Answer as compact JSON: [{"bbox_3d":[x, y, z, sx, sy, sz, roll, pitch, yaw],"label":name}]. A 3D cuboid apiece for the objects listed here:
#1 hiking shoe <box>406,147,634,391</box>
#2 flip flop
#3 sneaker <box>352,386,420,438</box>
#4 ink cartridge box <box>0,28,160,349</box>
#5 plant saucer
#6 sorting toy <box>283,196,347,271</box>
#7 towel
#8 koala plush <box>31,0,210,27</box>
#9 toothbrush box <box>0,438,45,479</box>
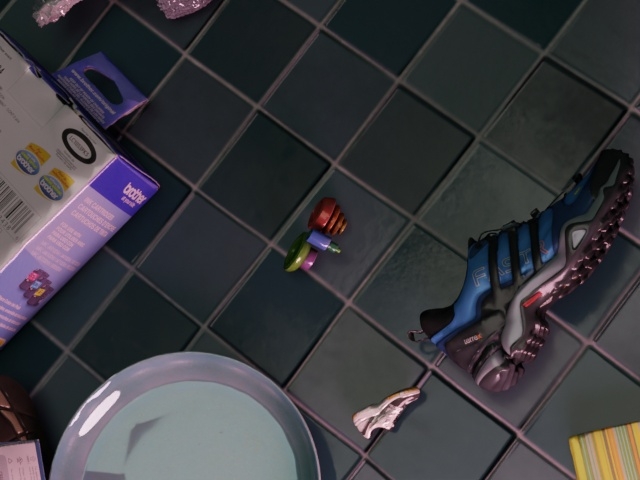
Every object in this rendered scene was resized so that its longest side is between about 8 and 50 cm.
[{"bbox_3d":[0.227,0.012,1.639,0.132,0.113,0.304,34,86,20],"label":"hiking shoe"},{"bbox_3d":[-0.357,0.290,1.732,0.080,0.112,0.277,-34,73,38],"label":"flip flop"},{"bbox_3d":[0.078,0.193,1.677,0.083,0.032,0.037,-29,83,11],"label":"sneaker"},{"bbox_3d":[-0.389,-0.072,1.806,0.395,0.151,0.270,-46,70,1],"label":"ink cartridge box"},{"bbox_3d":[-0.152,0.285,1.694,0.317,0.044,0.318,-3,74,9],"label":"plant saucer"},{"bbox_3d":[0.000,0.000,1.742,0.042,0.061,0.102,30,92,-14],"label":"sorting toy"},{"bbox_3d":[0.389,0.233,1.587,0.237,0.021,0.102,-14,77,10],"label":"towel"},{"bbox_3d":[-0.273,-0.372,1.851,0.221,0.203,0.196,-16,71,23],"label":"koala plush"},{"bbox_3d":[-0.418,0.358,1.632,0.295,0.126,0.216,-27,70,41],"label":"toothbrush box"}]
